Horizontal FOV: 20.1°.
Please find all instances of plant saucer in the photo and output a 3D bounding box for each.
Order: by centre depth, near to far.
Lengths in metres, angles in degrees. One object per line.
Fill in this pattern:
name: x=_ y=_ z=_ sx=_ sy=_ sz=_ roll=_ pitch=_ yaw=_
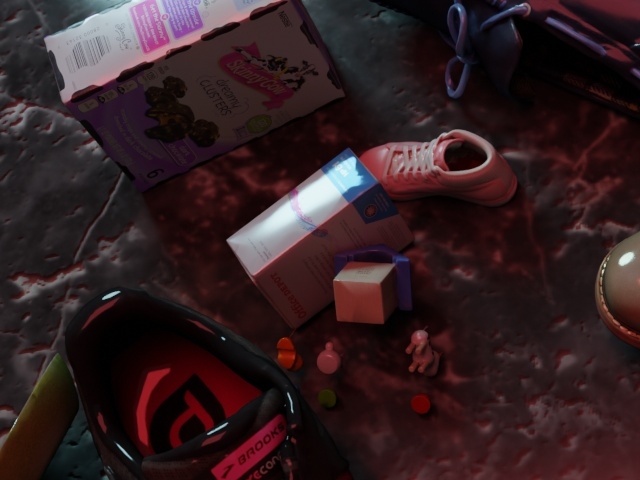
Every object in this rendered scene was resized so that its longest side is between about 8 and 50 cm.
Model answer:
plant saucer: x=-0.237 y=0.197 z=1.333 sx=0.037 sy=0.241 sz=0.241 roll=29 pitch=75 yaw=-4

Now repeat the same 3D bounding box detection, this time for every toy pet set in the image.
toy pet set: x=0.033 y=0.066 z=1.389 sx=0.122 sy=0.114 sz=0.065 roll=3 pitch=23 yaw=20

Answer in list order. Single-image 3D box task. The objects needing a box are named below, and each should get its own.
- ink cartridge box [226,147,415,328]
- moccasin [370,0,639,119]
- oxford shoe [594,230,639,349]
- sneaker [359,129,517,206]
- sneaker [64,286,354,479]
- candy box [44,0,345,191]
ink cartridge box: x=0.000 y=0.000 z=1.404 sx=0.122 sy=0.088 sz=0.052 roll=-38 pitch=52 yaw=-2
moccasin: x=0.163 y=-0.168 z=1.408 sx=0.342 sy=0.138 sz=0.116 roll=18 pitch=77 yaw=26
oxford shoe: x=0.382 y=-0.005 z=1.249 sx=0.397 sy=0.146 sz=0.140 roll=-10 pitch=64 yaw=14
sneaker: x=0.084 y=-0.063 z=1.421 sx=0.134 sy=0.070 sz=0.051 roll=8 pitch=71 yaw=23
sneaker: x=-0.033 y=0.211 z=1.253 sx=0.185 sy=0.202 sz=0.483 roll=-46 pitch=60 yaw=-5
candy box: x=-0.098 y=-0.139 z=1.462 sx=0.196 sy=0.165 sz=0.070 roll=-25 pitch=61 yaw=6
